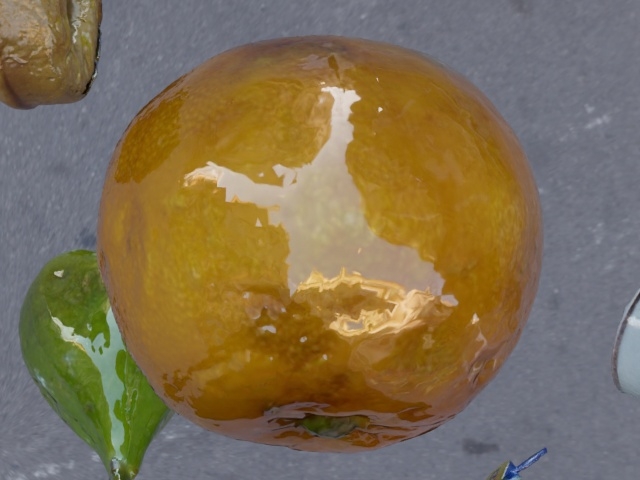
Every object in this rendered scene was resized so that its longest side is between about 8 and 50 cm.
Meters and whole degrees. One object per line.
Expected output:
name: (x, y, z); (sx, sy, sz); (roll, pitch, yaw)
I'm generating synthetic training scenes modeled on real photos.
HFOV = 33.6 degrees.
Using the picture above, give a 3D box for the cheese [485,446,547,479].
cheese: (0.175, 0.327, 1.293); (0.250, 0.156, 0.064); (-28, 74, -25)

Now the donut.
donut: (-0.458, -0.376, 1.719); (0.150, 0.317, 0.299); (-1, 36, 8)

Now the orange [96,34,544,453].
orange: (0.000, 0.000, 0.622); (0.261, 0.261, 0.261); (3, 79, -17)

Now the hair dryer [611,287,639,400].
hair dryer: (0.163, 0.131, 0.477); (0.236, 0.131, 0.073); (-54, 136, -11)

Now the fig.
fig: (-0.282, 0.172, 1.348); (0.233, 0.233, 0.314); (15, 66, -15)
